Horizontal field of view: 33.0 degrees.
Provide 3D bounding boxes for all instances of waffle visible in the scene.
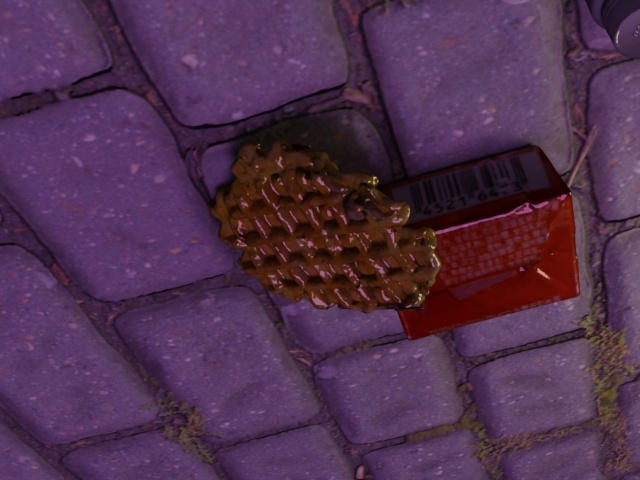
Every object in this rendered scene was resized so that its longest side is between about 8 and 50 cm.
[{"bbox_3d":[0.002,-0.002,1.236,0.280,0.060,0.262,28,145,8],"label":"waffle"}]

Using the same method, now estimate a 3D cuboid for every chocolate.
[{"bbox_3d":[0.192,0.005,1.349,0.237,0.108,0.235,-17,142,6],"label":"chocolate"}]

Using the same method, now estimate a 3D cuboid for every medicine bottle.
[{"bbox_3d":[0.291,-0.242,1.029,0.080,0.130,0.080,-7,143,-6],"label":"medicine bottle"}]

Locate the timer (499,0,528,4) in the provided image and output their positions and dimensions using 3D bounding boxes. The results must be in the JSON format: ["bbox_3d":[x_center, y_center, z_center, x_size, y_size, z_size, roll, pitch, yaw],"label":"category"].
[{"bbox_3d":[0.162,-0.329,0.929,0.178,0.078,0.253,-30,138,28],"label":"timer"}]
